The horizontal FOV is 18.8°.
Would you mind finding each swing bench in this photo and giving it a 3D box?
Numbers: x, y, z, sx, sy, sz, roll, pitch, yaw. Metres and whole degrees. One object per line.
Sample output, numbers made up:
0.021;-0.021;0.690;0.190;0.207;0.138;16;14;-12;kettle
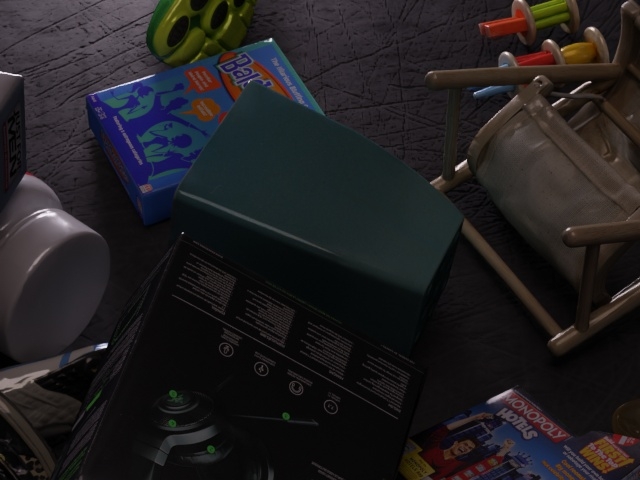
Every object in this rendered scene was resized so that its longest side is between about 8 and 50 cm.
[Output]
0.264;-0.064;1.820;0.254;0.165;0.253;-20;48;-20;swing bench

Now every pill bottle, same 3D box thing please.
-0.340;-0.013;1.781;0.283;0.161;0.161;30;54;25;pill bottle

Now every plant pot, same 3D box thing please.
0.000;0.000;1.771;0.234;0.165;0.166;23;51;11;plant pot

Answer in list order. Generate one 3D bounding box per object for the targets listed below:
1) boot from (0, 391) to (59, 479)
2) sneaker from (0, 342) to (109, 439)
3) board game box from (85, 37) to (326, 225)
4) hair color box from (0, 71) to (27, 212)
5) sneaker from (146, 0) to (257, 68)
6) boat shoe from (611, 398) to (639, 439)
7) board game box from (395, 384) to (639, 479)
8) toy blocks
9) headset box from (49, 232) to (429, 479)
-0.290;0.229;1.560;0.178;0.085;0.236;-42;93;-28;boot
-0.249;0.138;1.700;0.237;0.085;0.086;-17;24;-22;sneaker
-0.110;-0.112;1.948;0.210;0.047;0.160;-19;50;-17;board game box
-0.390;-0.006;1.558;0.185;0.114;0.374;12;40;9;hair color box
-0.134;-0.288;2.091;0.123;0.109;0.296;-6;44;25;sneaker
0.332;0.168;1.693;0.153;0.048;0.056;-3;59;7;boat shoe
0.182;0.208;1.622;0.194;0.060;0.194;-22;35;-20;board game box
0.210;-0.202;2.023;0.148;0.054;0.123;-17;50;-14;toy blocks
-0.073;0.180;1.560;0.246;0.131;0.283;28;48;-11;headset box
